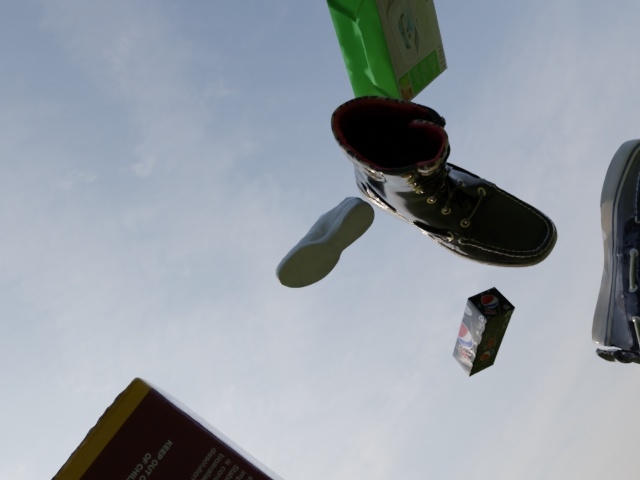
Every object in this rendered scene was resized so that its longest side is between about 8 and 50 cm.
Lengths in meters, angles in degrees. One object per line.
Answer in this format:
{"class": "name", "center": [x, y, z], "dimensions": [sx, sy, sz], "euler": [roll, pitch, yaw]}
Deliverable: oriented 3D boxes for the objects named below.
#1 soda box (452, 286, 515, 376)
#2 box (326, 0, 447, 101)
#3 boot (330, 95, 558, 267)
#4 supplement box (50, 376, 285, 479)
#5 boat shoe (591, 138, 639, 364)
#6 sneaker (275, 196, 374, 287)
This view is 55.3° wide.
{"class": "soda box", "center": [0.274, 0.158, 1.043], "dimensions": [0.060, 0.053, 0.169], "euler": [-20, -42, -19]}
{"class": "box", "center": [0.151, -0.451, 1.335], "dimensions": [0.231, 0.126, 0.262], "euler": [-43, -55, -38]}
{"class": "boot", "center": [0.196, -0.090, 0.982], "dimensions": [0.138, 0.377, 0.284], "euler": [-58, -23, -5]}
{"class": "supplement box", "center": [-0.046, 0.167, 0.338], "dimensions": [0.081, 0.188, 0.104], "euler": [-53, -7, -17]}
{"class": "boat shoe", "center": [0.500, 0.019, 0.876], "dimensions": [0.127, 0.158, 0.341], "euler": [4, -89, -28]}
{"class": "sneaker", "center": [0.000, 0.000, 1.109], "dimensions": [0.212, 0.094, 0.080], "euler": [-40, -59, -6]}
